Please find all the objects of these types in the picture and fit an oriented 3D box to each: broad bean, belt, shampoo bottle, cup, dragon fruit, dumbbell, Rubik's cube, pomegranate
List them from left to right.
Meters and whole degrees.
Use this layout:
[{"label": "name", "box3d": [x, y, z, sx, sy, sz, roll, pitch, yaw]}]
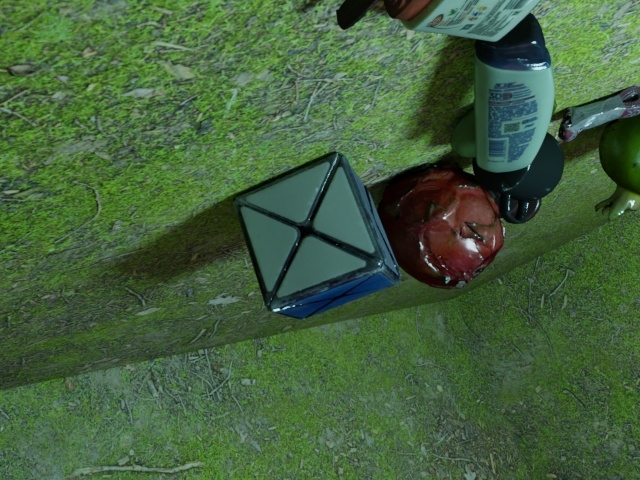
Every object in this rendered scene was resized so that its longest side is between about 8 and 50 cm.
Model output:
[{"label": "Rubik's cube", "box3d": [0.000, 0.000, 1.481, 0.260, 0.255, 0.259, -20, 166, 7]}, {"label": "dragon fruit", "box3d": [0.288, -0.039, 1.697, 0.295, 0.302, 0.296, -35, 158, -17]}, {"label": "shampoo bottle", "box3d": [0.161, -0.319, 0.937, 0.284, 0.071, 0.153, -9, 164, -29]}, {"label": "broad bean", "box3d": [0.370, -0.238, 1.454, 0.227, 0.100, 0.169, -16, 161, 32]}, {"label": "dumbbell", "box3d": [0.509, -0.120, 1.938, 0.124, 0.140, 0.225, -44, 156, 20]}, {"label": "shampoo bottle", "box3d": [0.334, -0.245, 1.234, 0.134, 0.078, 0.359, -3, 153, 11]}, {"label": "cup", "box3d": [0.442, -0.150, 1.610, 0.169, 0.223, 0.176, 8, -177, 43]}, {"label": "belt", "box3d": [0.648, -0.298, 1.652, 0.231, 0.071, 0.053, -21, 158, -10]}, {"label": "pomegranate", "box3d": [0.817, -0.201, 1.803, 0.260, 0.260, 0.341, 4, 121, -57]}]
